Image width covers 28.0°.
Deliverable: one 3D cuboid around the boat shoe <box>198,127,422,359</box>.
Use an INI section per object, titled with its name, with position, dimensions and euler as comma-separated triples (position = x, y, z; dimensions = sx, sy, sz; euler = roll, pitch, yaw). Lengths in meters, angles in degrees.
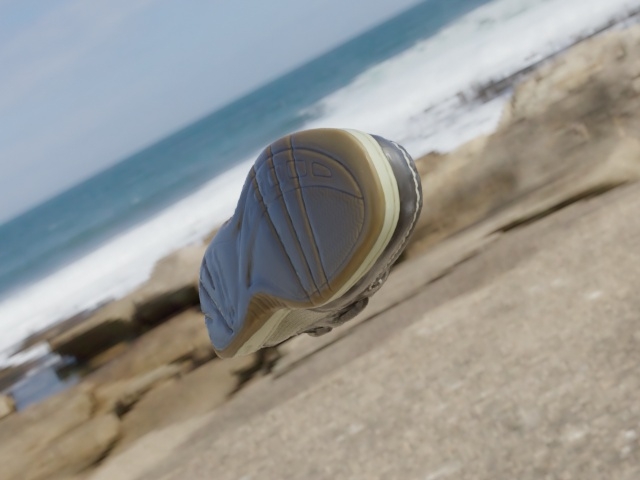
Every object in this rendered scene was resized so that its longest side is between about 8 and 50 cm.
[boat shoe]
position = 0.000, 0.000, 0.434
dimensions = 0.049, 0.056, 0.152
euler = -11, -12, -26
